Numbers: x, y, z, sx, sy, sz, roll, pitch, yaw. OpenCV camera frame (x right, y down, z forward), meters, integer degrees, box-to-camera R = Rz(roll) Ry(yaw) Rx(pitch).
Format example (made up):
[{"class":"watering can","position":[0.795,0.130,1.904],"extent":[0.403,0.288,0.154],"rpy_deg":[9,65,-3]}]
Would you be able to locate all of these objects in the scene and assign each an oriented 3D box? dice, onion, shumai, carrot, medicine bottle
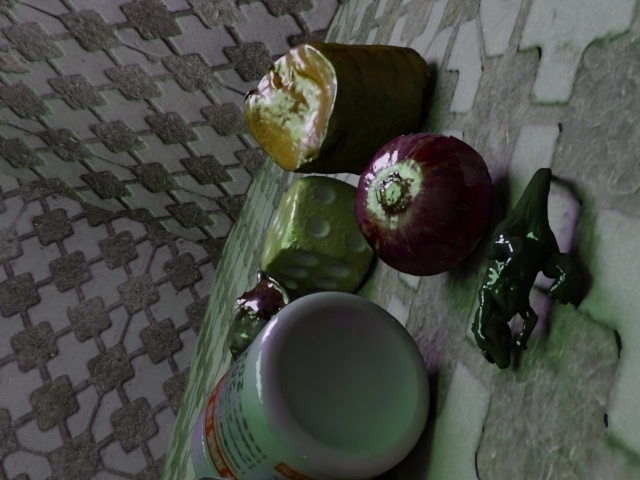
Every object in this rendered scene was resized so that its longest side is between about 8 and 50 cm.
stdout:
[{"class":"dice","position":[0.000,0.000,1.228],"extent":[0.169,0.166,0.169],"rpy_deg":[127,160,-52]},{"class":"onion","position":[0.127,-0.044,0.832],"extent":[0.177,0.153,0.177],"rpy_deg":[-40,33,33]},{"class":"shumai","position":[-0.083,0.139,1.200],"extent":[0.184,0.185,0.218],"rpy_deg":[-30,10,-33]},{"class":"carrot","position":[0.060,-0.234,1.237],"extent":[0.241,0.341,0.241],"rpy_deg":[12,105,56]},{"class":"medicine bottle","position":[-0.038,0.235,0.905],"extent":[0.388,0.219,0.219],"rpy_deg":[130,156,-55]}]

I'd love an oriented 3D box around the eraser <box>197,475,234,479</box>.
[{"class":"eraser","position":[-0.075,0.368,0.833],"extent":[0.287,0.130,0.086],"rpy_deg":[88,-161,-59]}]

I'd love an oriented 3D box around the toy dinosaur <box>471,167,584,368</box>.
[{"class":"toy dinosaur","position":[0.175,0.018,0.667],"extent":[0.179,0.087,0.187],"rpy_deg":[-101,35,-64]}]

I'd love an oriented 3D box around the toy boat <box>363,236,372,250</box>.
[{"class":"toy boat","position":[0.112,-0.019,1.025],"extent":[0.071,0.089,0.185],"rpy_deg":[-27,-3,-22]}]
